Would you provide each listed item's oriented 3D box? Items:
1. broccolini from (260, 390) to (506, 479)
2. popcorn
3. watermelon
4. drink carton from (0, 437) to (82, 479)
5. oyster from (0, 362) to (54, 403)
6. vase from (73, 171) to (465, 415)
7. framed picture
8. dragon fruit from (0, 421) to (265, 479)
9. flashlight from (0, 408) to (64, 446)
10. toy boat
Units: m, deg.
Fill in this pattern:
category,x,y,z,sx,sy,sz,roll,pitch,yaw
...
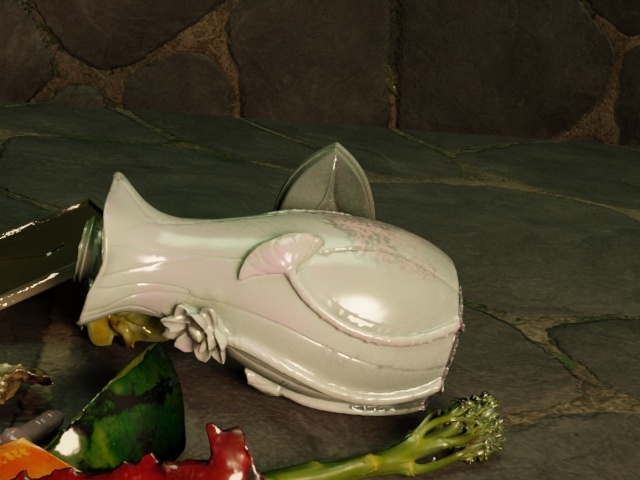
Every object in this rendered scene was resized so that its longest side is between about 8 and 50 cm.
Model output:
category,x,y,z,sx,sy,sz,roll,pitch,yaw
broccolini,0.043,0.229,1.195,0.392,0.074,0.079,-4,61,-33
popcorn,-0.235,0.078,1.467,0.141,0.162,0.135,29,-24,-11
watermelon,-0.212,0.181,1.163,0.129,0.123,0.301,-11,11,10
drink carton,-0.161,0.274,0.819,0.351,0.111,0.154,19,20,33
oyster,-0.381,0.158,1.216,0.177,0.056,0.105,-1,7,-31
vase,-0.067,0.058,1.339,0.445,0.250,0.250,13,15,-11
framed picture,-0.383,0.013,1.541,0.232,0.024,0.315,-24,21,-17
dragon fruit,-0.172,0.271,0.653,0.343,0.282,0.100,-10,-18,14
flashlight,-0.299,0.201,1.153,0.052,0.031,0.110,36,18,8
toy boat,0.000,0.000,1.509,0.141,0.320,0.092,7,41,-3
